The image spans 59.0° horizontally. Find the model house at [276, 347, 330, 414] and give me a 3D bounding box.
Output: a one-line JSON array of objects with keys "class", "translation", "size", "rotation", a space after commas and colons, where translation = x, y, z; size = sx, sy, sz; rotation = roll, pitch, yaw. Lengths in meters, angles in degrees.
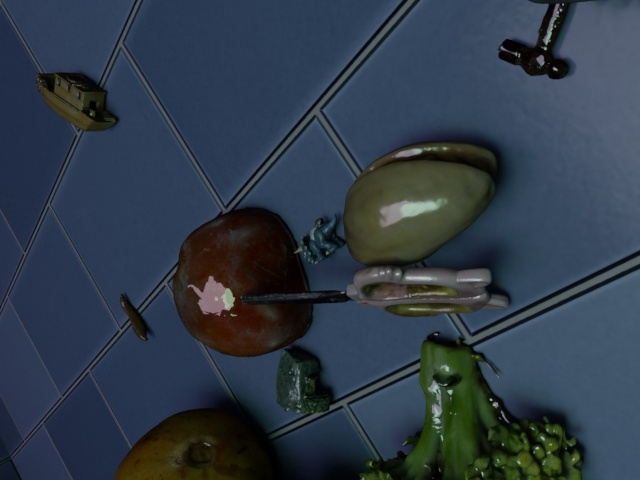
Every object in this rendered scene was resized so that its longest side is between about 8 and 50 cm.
[{"class": "model house", "translation": [-0.025, 0.204, 0.828], "size": [0.079, 0.066, 0.083], "rotation": [3, 91, 52]}]

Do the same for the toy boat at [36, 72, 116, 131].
[{"class": "toy boat", "translation": [-0.437, -0.256, 1.003], "size": [0.200, 0.057, 0.077], "rotation": [33, 121, 29]}]

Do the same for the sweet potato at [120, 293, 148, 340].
[{"class": "sweet potato", "translation": [-0.372, 0.156, 1.129], "size": [0.115, 0.026, 0.026], "rotation": [51, 132, 20]}]

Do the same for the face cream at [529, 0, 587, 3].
[{"class": "face cream", "translation": [0.215, -0.238, 0.350], "size": [0.177, 0.177, 0.153], "rotation": [10, 113, 39]}]

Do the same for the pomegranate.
[{"class": "pomegranate", "translation": [-0.208, 0.417, 0.930], "size": [0.264, 0.264, 0.264], "rotation": [17, 117, 36]}]

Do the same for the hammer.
[{"class": "hammer", "translation": [0.205, -0.228, 0.473], "size": [0.065, 0.021, 0.178], "rotation": [30, 124, 30]}]

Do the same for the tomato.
[{"class": "tomato", "translation": [-0.125, 0.070, 0.794], "size": [0.181, 0.155, 0.214], "rotation": [-22, 90, 40]}]

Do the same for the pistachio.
[{"class": "pistachio", "translation": [0.096, -0.035, 0.581], "size": [0.185, 0.124, 0.124], "rotation": [-23, 91, 39]}]

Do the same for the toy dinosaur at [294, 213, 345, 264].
[{"class": "toy dinosaur", "translation": [0.000, 0.000, 0.735], "size": [0.047, 0.030, 0.083], "rotation": [55, 133, 7]}]

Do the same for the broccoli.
[{"class": "broccoli", "translation": [0.139, 0.259, 0.611], "size": [0.242, 0.180, 0.273], "rotation": [-17, 95, 45]}]

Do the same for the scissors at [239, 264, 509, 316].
[{"class": "scissors", "translation": [0.039, 0.060, 0.635], "size": [0.318, 0.160, 0.024], "rotation": [-5, 67, 28]}]
